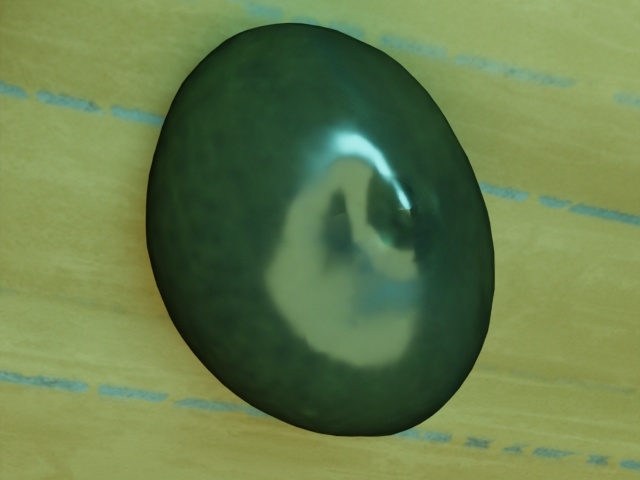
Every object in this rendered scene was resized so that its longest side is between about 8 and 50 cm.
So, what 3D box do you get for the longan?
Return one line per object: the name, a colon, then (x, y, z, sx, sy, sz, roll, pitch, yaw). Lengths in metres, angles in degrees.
longan: (0.000, 0.000, 0.726, 0.288, 0.288, 0.350, -15, 116, 7)
